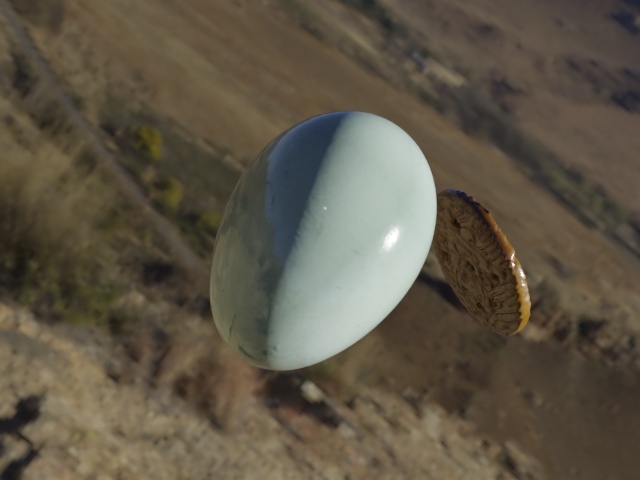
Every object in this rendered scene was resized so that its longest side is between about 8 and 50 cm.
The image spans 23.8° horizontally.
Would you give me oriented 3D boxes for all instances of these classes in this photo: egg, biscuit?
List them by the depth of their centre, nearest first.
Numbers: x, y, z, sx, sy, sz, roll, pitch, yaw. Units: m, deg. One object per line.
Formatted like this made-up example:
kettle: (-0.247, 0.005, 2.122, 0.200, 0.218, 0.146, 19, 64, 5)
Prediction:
egg: (0.000, 0.000, 1.365, 0.183, 0.264, 0.183, 25, -27, 14)
biscuit: (0.180, 0.027, 1.766, 0.188, 0.027, 0.188, 52, -20, 28)
